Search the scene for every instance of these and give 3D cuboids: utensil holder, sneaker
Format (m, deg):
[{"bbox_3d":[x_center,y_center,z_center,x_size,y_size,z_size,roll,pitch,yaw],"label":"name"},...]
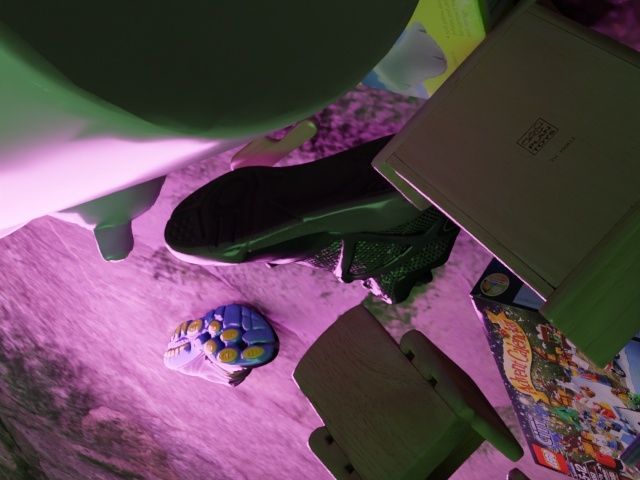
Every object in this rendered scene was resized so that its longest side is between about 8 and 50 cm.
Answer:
[{"bbox_3d":[-0.171,-0.169,0.690,0.327,0.327,0.385,48,147,-22],"label":"utensil holder"},{"bbox_3d":[0.000,0.000,0.959,0.228,0.087,0.130,-12,136,21],"label":"sneaker"},{"bbox_3d":[-0.093,0.112,1.342,0.078,0.067,0.188,25,158,-27],"label":"sneaker"}]

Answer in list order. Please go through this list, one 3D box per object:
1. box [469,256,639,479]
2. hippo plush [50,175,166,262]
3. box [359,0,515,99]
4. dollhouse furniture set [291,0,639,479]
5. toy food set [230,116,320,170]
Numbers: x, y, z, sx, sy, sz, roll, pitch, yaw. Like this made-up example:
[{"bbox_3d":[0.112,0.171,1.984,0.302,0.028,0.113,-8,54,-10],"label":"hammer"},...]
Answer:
[{"bbox_3d":[0.219,0.118,0.990,0.159,0.044,0.233,15,146,36],"label":"box"},{"bbox_3d":[-0.233,-0.117,1.032,0.237,0.234,0.294,13,178,-23],"label":"hippo plush"},{"bbox_3d":[0.034,-0.143,0.791,0.178,0.042,0.109,16,147,33],"label":"box"},{"bbox_3d":[0.173,0.064,0.726,0.303,0.286,0.198,41,-176,-32],"label":"dollhouse furniture set"},{"bbox_3d":[-0.081,-0.139,0.949,0.192,0.038,0.132,48,144,-11],"label":"toy food set"}]
